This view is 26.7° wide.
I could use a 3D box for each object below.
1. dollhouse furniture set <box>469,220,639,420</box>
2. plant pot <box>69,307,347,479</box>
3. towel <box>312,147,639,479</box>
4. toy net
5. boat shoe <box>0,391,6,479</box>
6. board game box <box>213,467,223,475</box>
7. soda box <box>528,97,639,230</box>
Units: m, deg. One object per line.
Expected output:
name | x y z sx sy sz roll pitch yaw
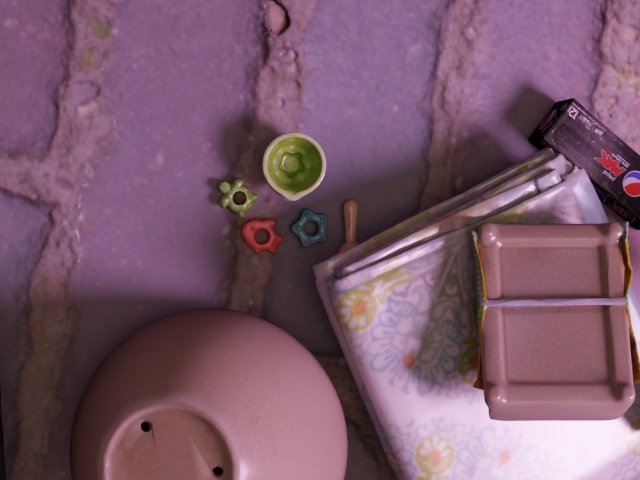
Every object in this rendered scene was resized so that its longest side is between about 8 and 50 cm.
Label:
dollhouse furniture set | 0.299 0.097 1.392 0.302 0.151 0.197 0 71 -1
plant pot | -0.124 0.209 1.309 0.284 0.191 0.284 0 88 7
towel | 0.195 0.127 1.439 0.320 0.090 0.374 -25 99 -14
toy net | 0.000 0.000 1.438 0.122 0.045 0.232 -41 99 -7
boat shoe | -0.387 0.256 1.312 0.187 0.156 0.500 -1 91 -7
board game box | -0.059 0.285 1.438 0.141 0.048 0.170 10 91 -12
soda box | 0.315 -0.082 1.490 0.169 0.053 0.060 39 86 -9
